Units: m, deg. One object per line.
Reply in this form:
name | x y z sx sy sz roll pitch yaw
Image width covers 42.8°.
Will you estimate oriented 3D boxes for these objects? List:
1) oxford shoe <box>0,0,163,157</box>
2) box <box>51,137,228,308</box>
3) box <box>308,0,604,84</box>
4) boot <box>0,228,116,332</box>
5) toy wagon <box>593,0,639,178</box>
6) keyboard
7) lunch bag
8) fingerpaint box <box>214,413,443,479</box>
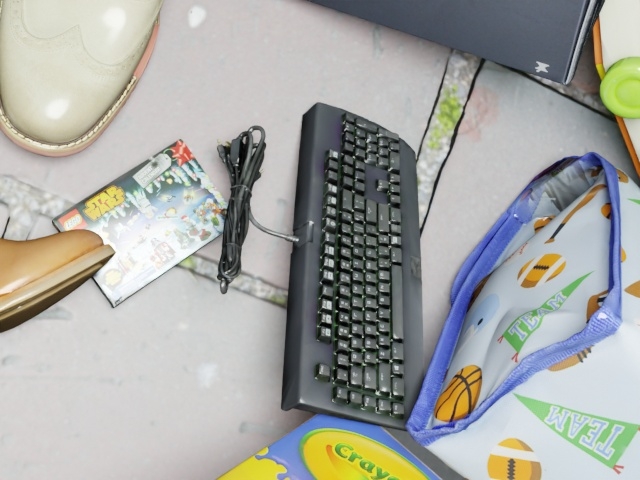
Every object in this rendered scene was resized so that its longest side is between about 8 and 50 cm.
oxford shoe | -0.185 -0.267 0.693 0.140 0.146 0.397 17 78 -16
box | -0.155 -0.016 0.730 0.137 0.027 0.094 -36 93 -19
box | 0.123 -0.357 0.717 0.343 0.179 0.312 22 76 16
boot | -0.327 -0.019 0.642 0.283 0.109 0.220 -21 84 -8
toy wagon | 0.376 -0.139 0.848 0.344 0.068 0.267 58 46 -26
keyboard | 0.000 0.000 0.708 0.201 0.033 0.317 14 52 -16
lunch bag | 0.280 0.121 0.720 0.328 0.239 0.385 45 34 -8
fingerpaint box | 0.040 0.350 0.484 0.445 0.163 0.371 38 37 26
